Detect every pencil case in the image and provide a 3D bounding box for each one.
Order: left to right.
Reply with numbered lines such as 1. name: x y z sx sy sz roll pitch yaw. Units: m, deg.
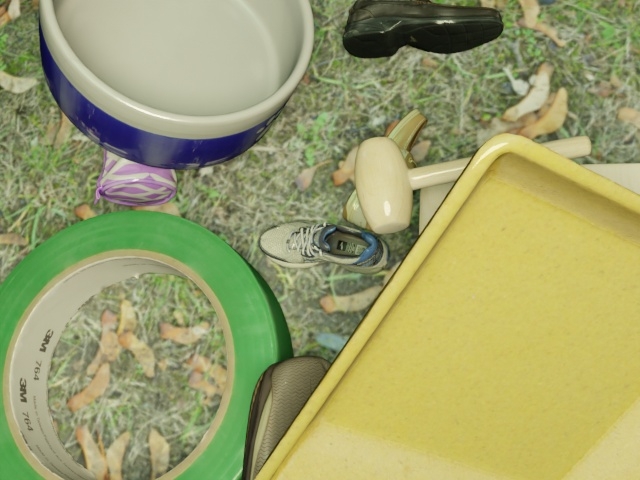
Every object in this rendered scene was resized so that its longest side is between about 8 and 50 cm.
1. pencil case: -0.203 -0.138 0.871 0.088 0.086 0.206 2 69 -26

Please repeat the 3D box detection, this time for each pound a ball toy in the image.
1. pound a ball toy: 0.198 0.005 0.686 0.319 0.208 0.135 -1 74 11

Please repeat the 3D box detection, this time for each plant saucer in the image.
1. plant saucer: 0.161 0.100 0.608 0.333 0.081 0.332 22 117 -21

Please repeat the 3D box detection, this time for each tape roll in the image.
1. tape roll: -0.189 0.133 0.798 0.321 0.077 0.321 -3 75 11

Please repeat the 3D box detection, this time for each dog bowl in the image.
1. dog bowl: -0.147 -0.209 0.811 0.265 0.104 0.265 8 66 -18

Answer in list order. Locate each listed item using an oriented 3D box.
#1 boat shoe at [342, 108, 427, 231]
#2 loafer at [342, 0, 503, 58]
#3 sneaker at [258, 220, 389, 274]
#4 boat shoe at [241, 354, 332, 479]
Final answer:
1. boat shoe: 0.076 -0.069 0.819 0.045 0.050 0.135 32 93 15
2. loafer: 0.108 -0.237 0.852 0.170 0.062 0.061 1 70 11
3. sneaker: 0.000 0.000 0.806 0.135 0.058 0.052 4 75 13
4. boat shoe: -0.038 0.277 0.680 0.130 0.132 0.355 -9 77 47
